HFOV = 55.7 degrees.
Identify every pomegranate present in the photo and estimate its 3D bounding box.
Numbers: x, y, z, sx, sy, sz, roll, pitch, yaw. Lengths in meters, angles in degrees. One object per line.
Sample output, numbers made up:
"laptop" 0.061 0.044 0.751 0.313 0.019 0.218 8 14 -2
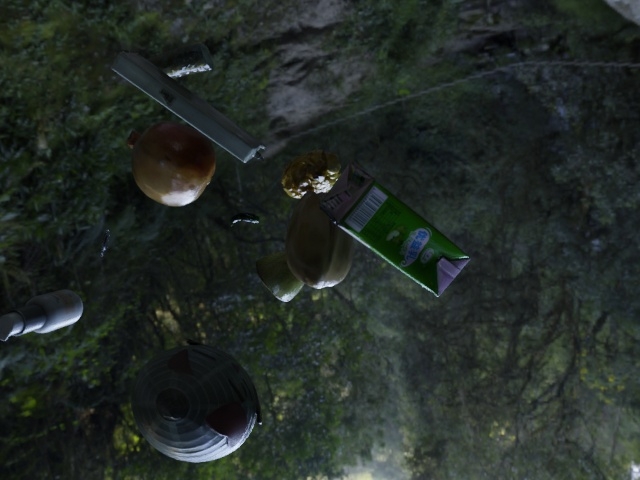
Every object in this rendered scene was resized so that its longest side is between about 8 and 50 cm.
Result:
"pomegranate" -0.445 -0.237 1.774 0.270 0.229 0.252 31 -153 -9

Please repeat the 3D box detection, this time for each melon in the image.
"melon" -0.096 0.099 1.707 0.128 0.160 0.079 -41 -154 12

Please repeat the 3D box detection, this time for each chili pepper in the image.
"chili pepper" -0.292 -0.083 2.338 0.117 0.056 0.035 -11 -140 -17

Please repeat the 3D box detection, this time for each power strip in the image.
"power strip" -0.270 -0.278 1.282 0.367 0.043 0.106 35 -164 -4

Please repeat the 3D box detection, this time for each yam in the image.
"yam" -0.342 -0.421 1.438 0.169 0.068 0.068 -9 -166 8

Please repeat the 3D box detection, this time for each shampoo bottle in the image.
"shampoo bottle" -0.536 0.141 1.155 0.073 0.074 0.192 -5 -177 14

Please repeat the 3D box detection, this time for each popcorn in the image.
"popcorn" -0.016 -0.206 1.836 0.163 0.140 0.194 -3 163 -42

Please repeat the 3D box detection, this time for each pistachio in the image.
"pistachio" 0.000 0.000 1.426 0.162 0.182 0.293 13 -138 -6

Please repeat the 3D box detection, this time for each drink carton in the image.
"drink carton" 0.133 -0.024 1.147 0.108 0.271 0.161 -51 -157 8

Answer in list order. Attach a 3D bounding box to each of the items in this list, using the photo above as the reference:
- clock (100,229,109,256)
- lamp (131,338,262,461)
"clock" -0.652 0.007 1.834 0.010 0.083 0.074 14 -151 -8
"lamp" -0.252 0.327 1.218 0.265 0.233 0.233 36 -152 12
